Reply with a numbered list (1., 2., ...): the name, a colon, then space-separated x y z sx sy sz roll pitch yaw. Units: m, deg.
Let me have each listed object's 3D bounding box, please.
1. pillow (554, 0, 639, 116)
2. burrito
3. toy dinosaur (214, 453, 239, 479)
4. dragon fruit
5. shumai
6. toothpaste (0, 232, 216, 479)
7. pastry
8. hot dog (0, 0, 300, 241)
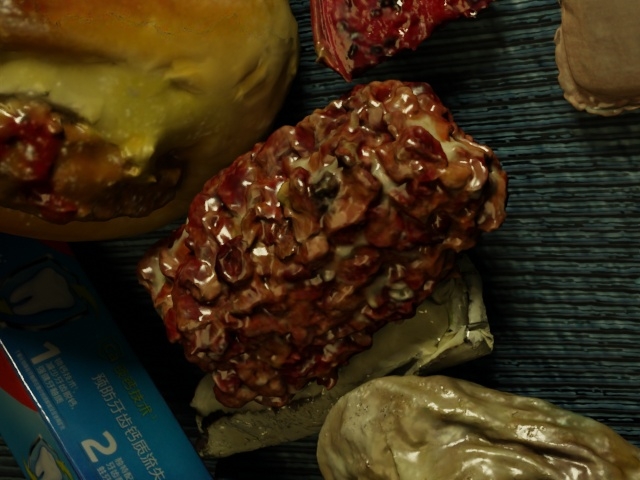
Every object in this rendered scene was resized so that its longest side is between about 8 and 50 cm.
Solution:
1. pillow: 0.150 -0.160 0.654 0.135 0.034 0.211 -3 108 34
2. burrito: 0.005 0.071 0.834 0.229 0.058 0.063 -28 99 40
3. toy dinosaur: 0.042 0.214 0.883 0.188 0.075 0.248 -24 91 29
4. dragon fruit: 0.026 -0.153 0.735 0.097 0.063 0.131 -21 96 7
5. shumai: 0.086 0.162 0.746 0.209 0.153 0.161 32 123 -4
6. toothpaste: -0.150 0.087 0.883 0.320 0.076 0.066 56 141 13
7. pastry: -0.001 0.000 0.765 0.208 0.115 0.097 -43 43 29
8. hot dog: -0.211 -0.162 0.762 0.405 0.223 0.185 45 124 7
